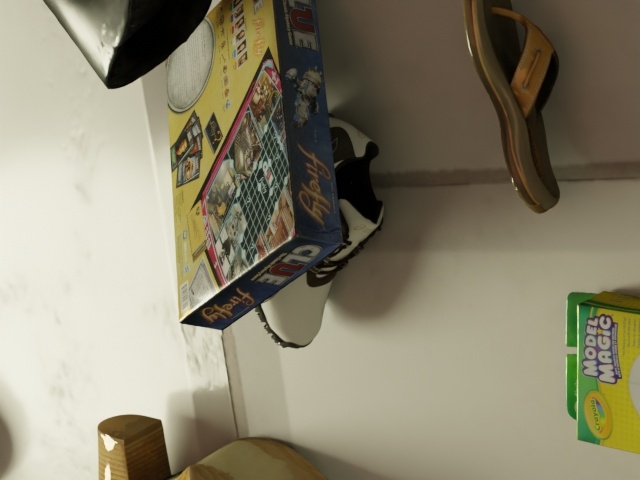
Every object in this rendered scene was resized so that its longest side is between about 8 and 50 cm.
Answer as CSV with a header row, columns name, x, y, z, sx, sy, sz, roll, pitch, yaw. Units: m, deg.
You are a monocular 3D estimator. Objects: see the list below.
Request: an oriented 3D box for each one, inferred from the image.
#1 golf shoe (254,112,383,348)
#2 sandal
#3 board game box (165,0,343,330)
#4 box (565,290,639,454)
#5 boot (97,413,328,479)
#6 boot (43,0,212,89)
name,x,y,z,sx,sy,sz,roll,pitch,yaw
golf shoe,0.000,0.000,1.176,0.094,0.077,0.198,18,114,36
sandal,0.143,-0.109,1.033,0.049,0.072,0.180,-15,94,26
board game box,-0.057,-0.074,1.146,0.165,0.042,0.243,-36,51,46
box,0.241,0.096,1.022,0.179,0.043,0.105,9,107,40
boot,-0.090,0.281,1.327,0.295,0.104,0.211,11,114,43
boot,-0.278,-0.295,1.216,0.445,0.146,0.367,45,129,7
